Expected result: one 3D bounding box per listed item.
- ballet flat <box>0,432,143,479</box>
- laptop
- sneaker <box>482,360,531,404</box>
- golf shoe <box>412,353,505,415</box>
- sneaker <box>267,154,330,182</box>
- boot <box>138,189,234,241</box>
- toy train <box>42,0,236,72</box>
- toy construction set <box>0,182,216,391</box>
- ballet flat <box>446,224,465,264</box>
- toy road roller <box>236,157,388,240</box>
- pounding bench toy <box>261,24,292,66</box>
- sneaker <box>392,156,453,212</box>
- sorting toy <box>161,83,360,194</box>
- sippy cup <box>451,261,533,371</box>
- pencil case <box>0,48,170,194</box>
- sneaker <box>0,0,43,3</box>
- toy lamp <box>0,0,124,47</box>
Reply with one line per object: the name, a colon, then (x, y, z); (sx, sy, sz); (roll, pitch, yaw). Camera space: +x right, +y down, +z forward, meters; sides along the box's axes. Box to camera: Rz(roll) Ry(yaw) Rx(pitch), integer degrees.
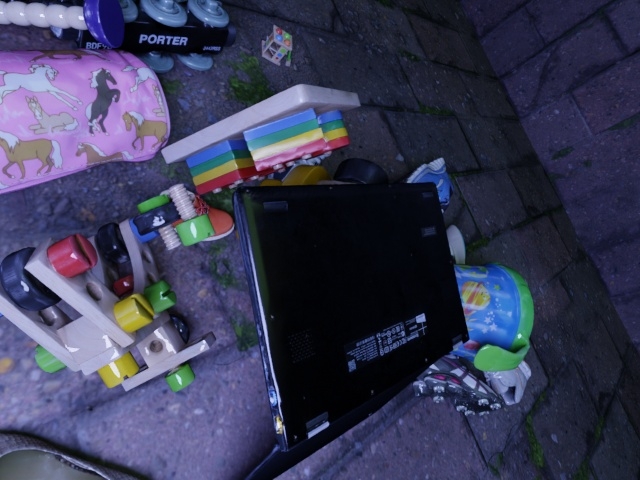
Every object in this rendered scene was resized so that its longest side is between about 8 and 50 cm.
ballet flat: (-0.288, 0.272, 0.446); (0.250, 0.058, 0.084); (35, 49, -24)
laptop: (0.015, 0.142, 0.602); (0.382, 0.237, 0.407); (-9, 87, -45)
sneaker: (0.455, 0.324, 1.064); (0.262, 0.099, 0.121); (43, 51, -15)
golf shoe: (0.324, 0.322, 0.942); (0.273, 0.105, 0.120); (31, 42, -27)
sneaker: (-0.019, -0.189, 0.860); (0.094, 0.153, 0.234); (40, 48, -19)
boot: (-0.201, -0.042, 0.671); (0.158, 0.085, 0.059); (8, 62, -41)
toy train: (-0.316, -0.406, 0.730); (0.334, 0.142, 0.190); (-24, 73, -43)
toy construction set: (-0.260, 0.114, 0.466); (0.309, 0.258, 0.237); (-29, 102, -26)
ballet flat: (0.355, 0.070, 1.122); (0.086, 0.086, 0.248); (14, 61, -37)
toy road roller: (0.000, 0.000, 0.771); (0.202, 0.241, 0.329); (-67, 153, -26)
pounding bench toy: (-0.092, -0.471, 1.004); (0.083, 0.065, 0.052); (16, 59, -36)
sneaker: (0.288, -0.128, 1.123); (0.330, 0.130, 0.147); (-28, 86, -46)
sorting toy: (-0.075, -0.162, 0.692); (0.257, 0.256, 0.089); (-36, 108, -63)
sippy cup: (0.291, 0.147, 0.901); (0.224, 0.305, 0.239); (12, 78, -18)
pencil case: (-0.379, -0.143, 0.511); (0.160, 0.167, 0.386); (32, 40, 20)
sneaker: (-0.392, -0.404, 0.555); (0.109, 0.287, 0.130); (-18, 86, -60)
toy lamp: (-0.409, -0.295, 0.532); (0.275, 0.080, 0.080); (2, 61, 0)
